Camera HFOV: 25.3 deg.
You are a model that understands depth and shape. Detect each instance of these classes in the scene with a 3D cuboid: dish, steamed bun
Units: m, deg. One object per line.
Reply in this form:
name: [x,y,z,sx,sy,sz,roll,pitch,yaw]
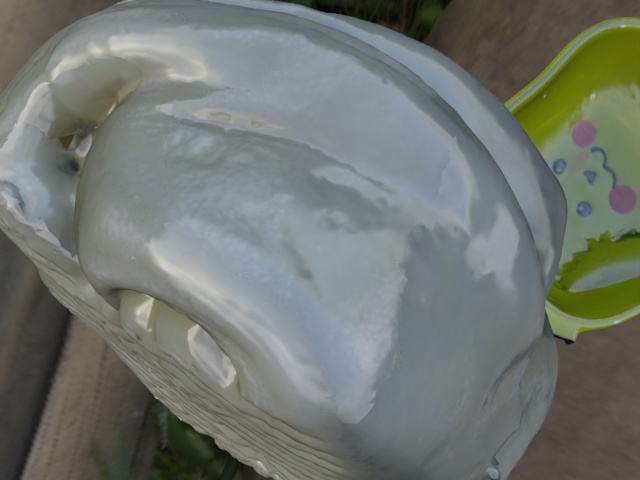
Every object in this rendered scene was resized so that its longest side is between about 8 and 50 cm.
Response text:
dish: [0.220,-0.043,1.161,0.262,0.108,0.221,-33,91,-17]
steamed bun: [0.000,0.000,0.833,0.342,0.368,0.255,31,73,31]
